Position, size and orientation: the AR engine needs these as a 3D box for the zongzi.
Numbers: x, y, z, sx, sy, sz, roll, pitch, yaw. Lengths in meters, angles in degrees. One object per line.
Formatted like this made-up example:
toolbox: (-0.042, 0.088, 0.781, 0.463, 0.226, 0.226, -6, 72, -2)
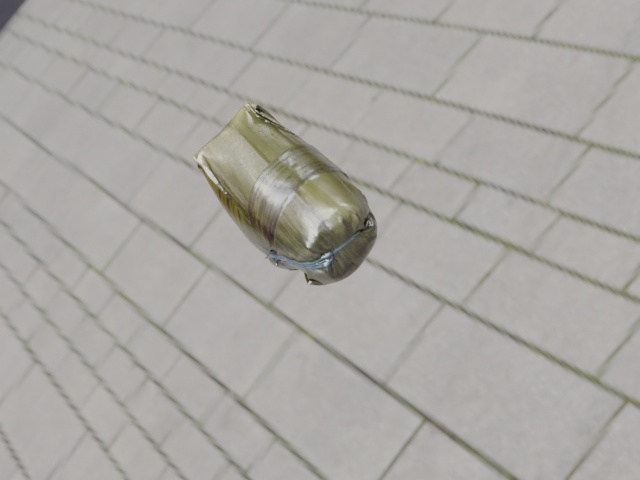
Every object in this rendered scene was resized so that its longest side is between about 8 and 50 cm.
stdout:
zongzi: (0.000, 0.000, 1.442, 0.112, 0.242, 0.221, -41, 47, -4)
